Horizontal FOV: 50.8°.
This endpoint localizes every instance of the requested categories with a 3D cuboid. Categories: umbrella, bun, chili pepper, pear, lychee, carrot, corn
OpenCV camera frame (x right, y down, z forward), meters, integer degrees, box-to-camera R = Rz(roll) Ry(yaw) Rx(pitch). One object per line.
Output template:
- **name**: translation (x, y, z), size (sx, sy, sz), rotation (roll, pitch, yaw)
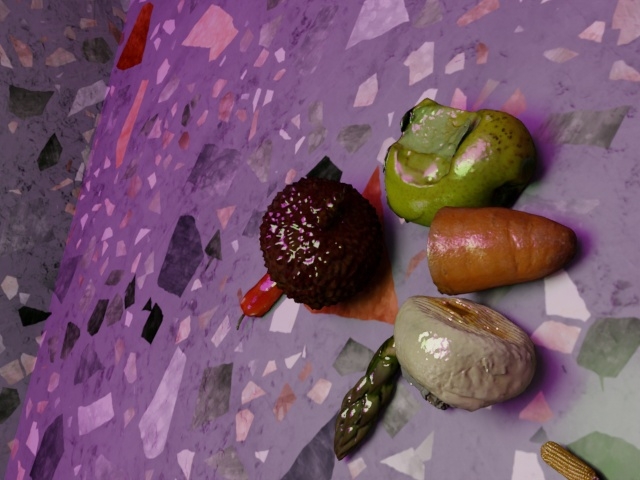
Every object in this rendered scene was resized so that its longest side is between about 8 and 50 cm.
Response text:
- **umbrella**: translation (0.201, 0.256, 1.208), size (0.067, 0.062, 0.143), rotation (-40, 37, -16)
- **bun**: translation (0.231, 0.188, 1.106), size (0.244, 0.244, 0.153), rotation (33, 117, 49)
- **chili pepper**: translation (-0.126, 0.116, 1.618), size (0.272, 0.063, 0.071), rotation (-50, 56, 14)
- **pear**: translation (0.259, -0.128, 1.247), size (0.255, 0.164, 0.238), rotation (24, 88, 48)
- **lychee**: translation (0.000, 0.000, 1.376), size (0.300, 0.264, 0.264), rotation (105, 157, -51)
- **carrot**: translation (0.312, 0.019, 1.133), size (0.225, 0.159, 0.159), rotation (0, 71, 28)
- **corn**: translation (0.369, 0.335, 1.002), size (0.092, 0.037, 0.037), rotation (31, 96, 50)

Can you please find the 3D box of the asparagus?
- **asparagus**: translation (0.092, 0.295, 1.287), size (0.080, 0.080, 0.287), rotation (35, 102, 49)
